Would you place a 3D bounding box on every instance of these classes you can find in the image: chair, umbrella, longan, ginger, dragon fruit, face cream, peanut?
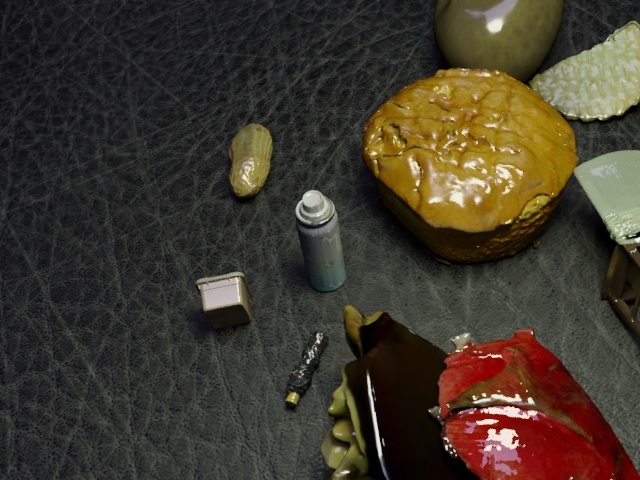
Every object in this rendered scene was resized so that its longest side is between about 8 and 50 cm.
[{"bbox_3d":[0.552,0.016,1.230,0.160,0.186,0.319,-15,44,-1],"label":"chair"},{"bbox_3d":[-0.027,0.219,1.254,0.040,0.037,0.143,12,53,19],"label":"umbrella"},{"bbox_3d":[0.390,-0.490,1.607,0.289,0.288,0.350,16,67,20],"label":"longan"},{"bbox_3d":[0.141,0.313,1.074,0.359,0.211,0.413,20,47,-28],"label":"ginger"},{"bbox_3d":[0.297,0.252,0.985,0.282,0.100,0.343,-6,49,-29],"label":"dragon fruit"},{"bbox_3d":[0.000,0.000,1.298,0.075,0.229,0.075,-4,53,5],"label":"face cream"},{"bbox_3d":[-0.152,-0.171,1.549,0.094,0.083,0.194,1,53,10],"label":"peanut"}]

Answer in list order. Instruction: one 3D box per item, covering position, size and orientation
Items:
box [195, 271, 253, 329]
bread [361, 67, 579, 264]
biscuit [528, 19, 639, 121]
[{"bbox_3d":[-0.169,0.111,1.313,0.089,0.122,0.062,-12,63,-1],"label":"box"},{"bbox_3d":[0.278,-0.154,1.389,0.399,0.215,0.398,-5,51,6],"label":"bread"},{"bbox_3d":[0.602,-0.340,1.560,0.274,0.036,0.187,-27,63,6],"label":"biscuit"}]
